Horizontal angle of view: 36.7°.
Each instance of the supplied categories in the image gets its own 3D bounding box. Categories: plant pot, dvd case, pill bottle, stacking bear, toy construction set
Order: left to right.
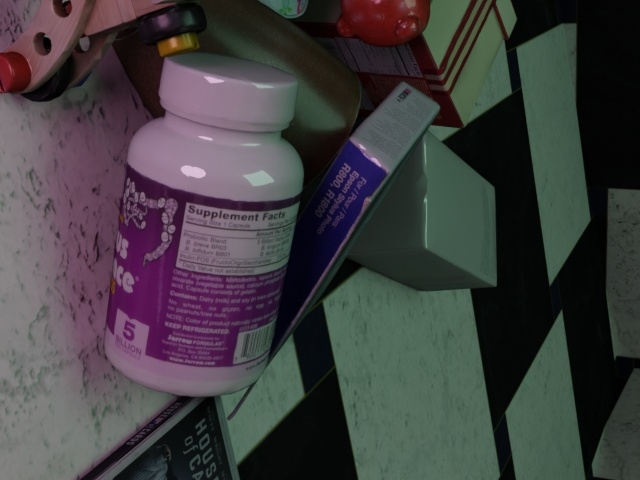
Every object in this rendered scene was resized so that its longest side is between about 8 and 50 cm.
[{"bbox_3d":[-0.206,-0.264,0.783,0.309,0.237,0.257,21,68,-60],"label":"toy construction set"},{"bbox_3d":[-0.161,0.278,1.028,0.238,0.029,0.179,-36,118,-59],"label":"dvd case"},{"bbox_3d":[-0.108,-0.019,0.921,0.169,0.169,0.301,-26,131,-62],"label":"pill bottle"},{"bbox_3d":[-0.109,-0.180,1.033,0.230,0.215,0.215,42,49,-37],"label":"plant pot"},{"bbox_3d":[0.105,-0.373,1.214,0.164,0.175,0.289,56,47,-62],"label":"stacking bear"}]

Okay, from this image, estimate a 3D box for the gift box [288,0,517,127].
[{"bbox_3d":[0.112,-0.348,1.424,0.258,0.276,0.255,-63,149,-21],"label":"gift box"}]

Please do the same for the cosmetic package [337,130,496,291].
[{"bbox_3d":[0.170,-0.039,1.589,0.365,0.155,0.197,26,63,-59],"label":"cosmetic package"}]

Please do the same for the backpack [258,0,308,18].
[{"bbox_3d":[-0.078,-0.380,1.128,0.225,0.191,0.253,49,49,-51],"label":"backpack"}]

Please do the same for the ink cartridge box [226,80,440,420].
[{"bbox_3d":[0.000,0.000,1.108,0.324,0.071,0.330,-58,175,29],"label":"ink cartridge box"}]
